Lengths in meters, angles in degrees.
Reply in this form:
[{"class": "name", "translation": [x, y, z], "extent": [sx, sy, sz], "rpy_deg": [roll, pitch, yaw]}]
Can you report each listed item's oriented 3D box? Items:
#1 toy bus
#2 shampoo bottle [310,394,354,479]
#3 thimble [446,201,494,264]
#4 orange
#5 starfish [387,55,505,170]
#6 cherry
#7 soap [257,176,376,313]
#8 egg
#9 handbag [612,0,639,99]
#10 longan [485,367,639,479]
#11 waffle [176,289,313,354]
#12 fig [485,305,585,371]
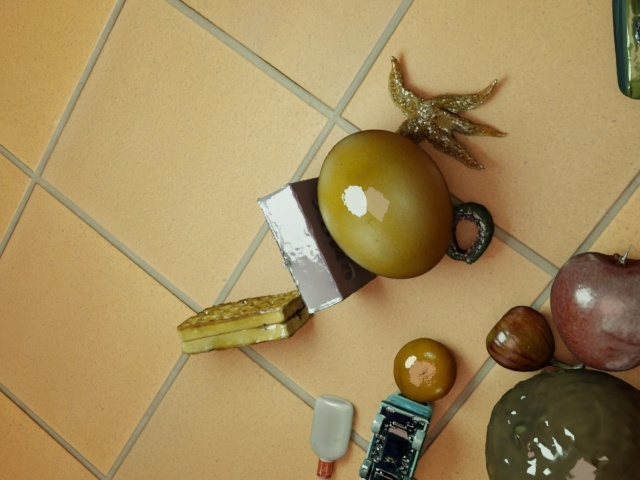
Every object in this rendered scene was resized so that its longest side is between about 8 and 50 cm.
[{"class": "toy bus", "translation": [0.190, 0.518, 1.841], "extent": [0.133, 0.164, 0.272], "rpy_deg": [19, 105, 17]}, {"class": "shampoo bottle", "translation": [0.025, 0.524, 1.964], "extent": [0.108, 0.051, 0.221], "rpy_deg": [12, 102, 16]}, {"class": "thimble", "translation": [0.341, -0.020, 1.739], "extent": [0.118, 0.090, 0.135], "rpy_deg": [23, 108, 18]}, {"class": "orange", "translation": [0.254, 0.315, 1.809], "extent": [0.156, 0.124, 0.156], "rpy_deg": [0, 89, 5]}, {"class": "starfish", "translation": [0.278, -0.259, 1.727], "extent": [0.293, 0.084, 0.302], "rpy_deg": [12, 99, 19]}, {"class": "cherry", "translation": [0.626, 0.152, 1.597], "extent": [0.261, 0.221, 0.308], "rpy_deg": [9, 117, 16]}, {"class": "soap", "translation": [0.000, 0.000, 1.765], "extent": [0.107, 0.285, 0.296], "rpy_deg": [-24, 92, 23]}, {"class": "egg", "translation": [0.147, -0.080, 1.656], "extent": [0.282, 0.282, 0.351], "rpy_deg": [-34, 89, 22]}, {"class": "handbag", "translation": [0.714, -0.414, 1.470], "extent": [0.240, 0.222, 0.263], "rpy_deg": [-3, 99, 16]}, {"class": "longan", "translation": [0.543, 0.455, 1.592], "extent": [0.390, 0.391, 0.392], "rpy_deg": [3, 100, 20]}, {"class": "waffle", "translation": [-0.191, 0.209, 1.906], "extent": [0.307, 0.213, 0.091], "rpy_deg": [-11, 96, 21]}, {"class": "fig", "translation": [0.471, 0.237, 1.709], "extent": [0.202, 0.149, 0.148], "rpy_deg": [37, 112, -21]}]
